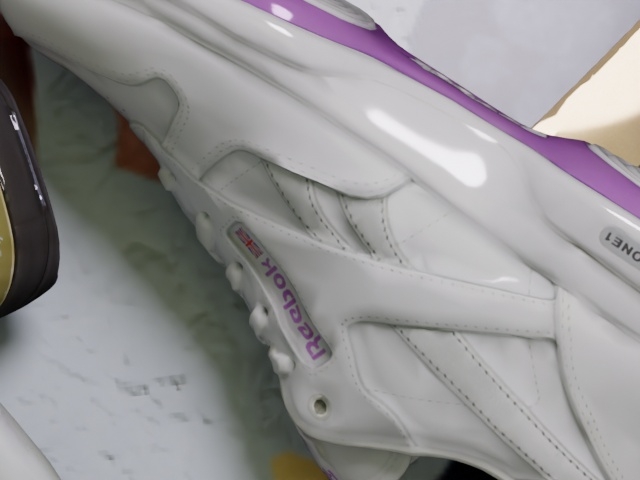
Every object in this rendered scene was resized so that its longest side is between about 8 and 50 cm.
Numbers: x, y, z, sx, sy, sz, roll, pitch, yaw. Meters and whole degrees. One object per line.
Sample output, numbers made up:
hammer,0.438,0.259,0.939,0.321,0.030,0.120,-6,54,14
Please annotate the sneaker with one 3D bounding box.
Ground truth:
sneaker,0.000,0.000,0.659,0.305,0.114,0.152,32,102,13

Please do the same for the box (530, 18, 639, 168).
box,0.168,0.010,0.725,0.201,0.021,0.164,45,77,3

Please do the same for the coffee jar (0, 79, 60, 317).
coffee jar,-0.169,-0.006,0.615,0.184,0.079,0.096,-10,78,-52

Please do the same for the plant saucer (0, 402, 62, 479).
plant saucer,-0.228,0.165,0.510,0.400,0.100,0.400,0,95,0
